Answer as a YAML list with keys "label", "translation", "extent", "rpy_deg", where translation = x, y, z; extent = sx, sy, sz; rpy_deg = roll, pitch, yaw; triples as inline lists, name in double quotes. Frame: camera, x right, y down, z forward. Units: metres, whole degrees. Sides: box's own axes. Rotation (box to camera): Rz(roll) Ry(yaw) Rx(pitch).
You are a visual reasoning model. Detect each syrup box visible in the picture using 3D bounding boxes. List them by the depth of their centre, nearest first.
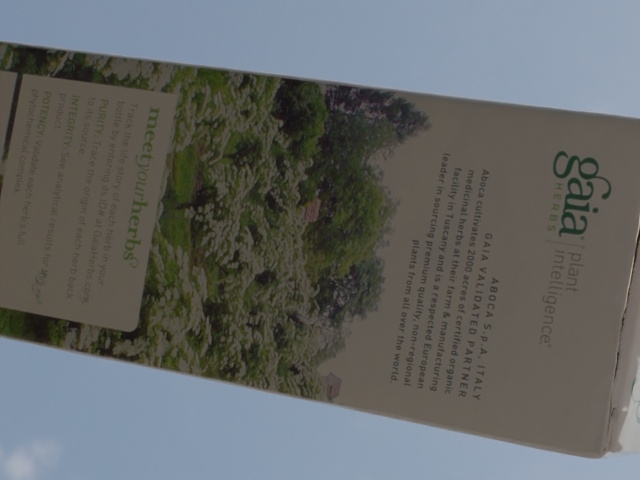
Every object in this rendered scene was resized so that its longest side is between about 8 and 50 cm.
- label: "syrup box"
  translation: [0.000, 0.000, 0.595]
  extent: [0.237, 0.096, 0.093]
  rpy_deg: [9, -91, 24]
